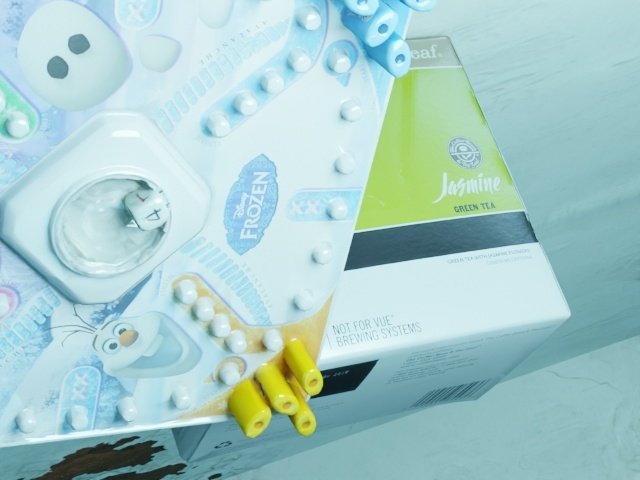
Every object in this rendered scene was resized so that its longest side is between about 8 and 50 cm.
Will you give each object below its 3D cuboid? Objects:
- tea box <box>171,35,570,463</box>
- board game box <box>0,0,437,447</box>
[{"bbox_3d":[0.000,0.000,1.174,0.329,0.324,0.220,-7,155,-24],"label":"tea box"},{"bbox_3d":[-0.136,-0.010,0.806,0.390,0.050,0.390,-3,123,-28],"label":"board game box"}]
